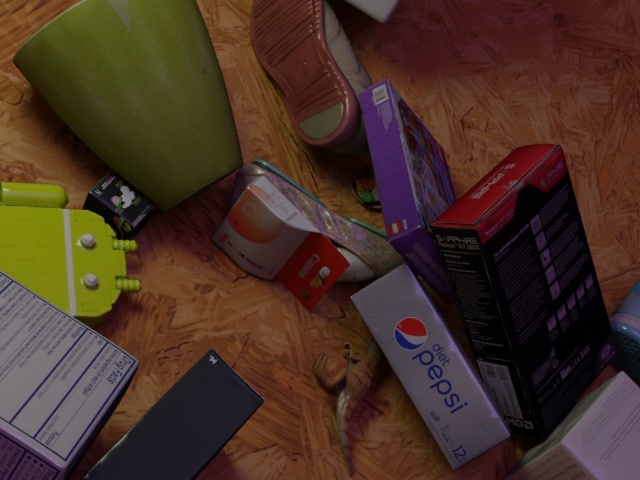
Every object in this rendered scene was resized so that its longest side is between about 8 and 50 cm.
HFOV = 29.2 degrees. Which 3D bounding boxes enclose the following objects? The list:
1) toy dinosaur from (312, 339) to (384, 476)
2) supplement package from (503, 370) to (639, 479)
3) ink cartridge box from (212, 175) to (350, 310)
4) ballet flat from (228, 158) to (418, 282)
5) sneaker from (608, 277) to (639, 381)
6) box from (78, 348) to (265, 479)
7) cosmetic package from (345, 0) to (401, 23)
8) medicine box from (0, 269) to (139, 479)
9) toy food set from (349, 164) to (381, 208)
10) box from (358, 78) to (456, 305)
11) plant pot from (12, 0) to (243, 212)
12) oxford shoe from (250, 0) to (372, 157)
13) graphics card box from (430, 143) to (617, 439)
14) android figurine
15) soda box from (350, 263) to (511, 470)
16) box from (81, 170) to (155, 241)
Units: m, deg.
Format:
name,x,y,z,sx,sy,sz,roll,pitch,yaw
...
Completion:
name,x,y,z,sx,sy,sz,roll,pitch,yaw
toy dinosaur,0.040,0.210,1.740,0.112,0.064,0.211,30,54,-7
supplement package,0.447,0.372,1.755,0.293,0.177,0.175,46,54,7
ink cartridge box,-0.060,0.015,1.759,0.179,0.145,0.045,47,49,6
ballet flat,0.000,0.000,1.837,0.316,0.107,0.106,30,74,1
sneaker,0.617,0.173,1.982,0.319,0.127,0.208,38,55,0
box,-0.208,0.278,1.514,0.103,0.184,0.261,42,54,4
cosmetic package,0.046,-0.625,2.009,0.393,0.329,0.327,32,27,-4
medicine box,-0.400,0.175,1.445,0.289,0.149,0.263,34,23,-3
toy food set,0.086,-0.087,1.960,0.083,0.020,0.083,-7,65,-28
box,0.145,-0.073,1.839,0.201,0.057,0.293,44,28,-45
plant pot,-0.241,-0.199,1.757,0.274,0.275,0.293,-34,95,-35
oxford shoe,-0.006,-0.291,1.999,0.146,0.140,0.397,24,42,-49
graphics card box,0.306,0.074,1.797,0.233,0.094,0.371,-41,120,-36
android figurine,-0.379,0.035,1.662,0.272,0.056,0.248,3,60,-20
soda box,0.159,0.177,1.754,0.098,0.091,0.286,-32,82,6
box,-0.288,-0.045,1.742,0.083,0.062,0.052,39,55,0
